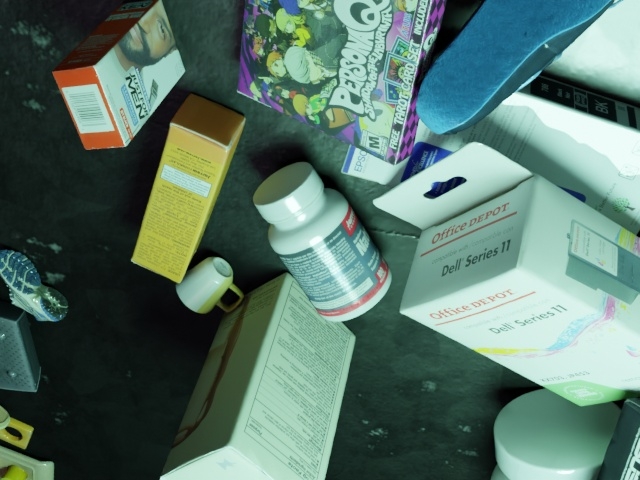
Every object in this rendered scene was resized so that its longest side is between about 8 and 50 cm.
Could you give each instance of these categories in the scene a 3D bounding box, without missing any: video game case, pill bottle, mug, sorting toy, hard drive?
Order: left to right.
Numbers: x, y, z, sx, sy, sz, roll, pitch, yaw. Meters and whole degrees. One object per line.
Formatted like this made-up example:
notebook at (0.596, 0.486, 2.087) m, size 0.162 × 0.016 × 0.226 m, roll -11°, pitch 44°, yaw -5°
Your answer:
hard drive at (-0.563, 0.148, 1.362) m, size 0.254 × 0.054 × 0.172 m, roll 8°, pitch 129°, yaw 9°
sorting toy at (-0.590, 0.439, 1.606) m, size 0.196 × 0.047 × 0.348 m, roll 17°, pitch 130°, yaw 1°
mug at (-0.145, 0.056, 1.180) m, size 0.078 × 0.062 × 0.064 m, roll 18°, pitch 130°, yaw -44°
pill bottle at (0.000, 0.000, 1.056) m, size 0.108 × 0.108 × 0.180 m, roll -18°, pitch 121°, yaw 27°
video game case at (0.017, -0.216, 0.866) m, size 0.210 × 0.042 × 0.232 m, roll 29°, pitch 131°, yaw 23°
pill bottle at (0.342, 0.397, 1.202) m, size 0.210 × 0.210 × 0.363 m, roll -3°, pitch 116°, yaw 18°

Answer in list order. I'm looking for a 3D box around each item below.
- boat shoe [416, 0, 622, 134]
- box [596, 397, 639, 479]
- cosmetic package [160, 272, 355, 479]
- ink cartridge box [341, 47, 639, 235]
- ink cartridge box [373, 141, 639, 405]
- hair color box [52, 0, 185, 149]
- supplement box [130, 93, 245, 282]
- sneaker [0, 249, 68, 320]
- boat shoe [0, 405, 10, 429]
boat shoe at (0.188, -0.207, 0.834) m, size 0.258 × 0.089 × 0.109 m, roll -38°, pitch 81°, yaw 8°
box at (0.443, 0.377, 1.064) m, size 0.318 × 0.097 × 0.395 m, roll 4°, pitch 109°, yaw -31°
cosmetic package at (-0.069, 0.204, 1.114) m, size 0.129 × 0.296 × 0.153 m, roll -31°, pitch 115°, yaw 31°
ink cartridge box at (0.203, -0.100, 0.951) m, size 0.332 × 0.065 × 0.165 m, roll 18°, pitch 130°, yaw -1°
ink cartridge box at (0.234, 0.052, 0.955) m, size 0.353 × 0.119 × 0.207 m, roll 28°, pitch 152°, yaw -19°
hair color box at (-0.207, -0.179, 0.929) m, size 0.053 × 0.167 × 0.093 m, roll -2°, pitch 127°, yaw 18°
supplement box at (-0.165, -0.058, 1.075) m, size 0.080 × 0.078 × 0.233 m, roll 22°, pitch 130°, yaw -3°
sneaker at (-0.431, 0.072, 1.268) m, size 0.058 × 0.052 × 0.135 m, roll -18°, pitch 121°, yaw 31°
boat shoe at (-0.582, 0.271, 1.468) m, size 0.135 × 0.050 × 0.045 m, roll 28°, pitch 135°, yaw -8°
